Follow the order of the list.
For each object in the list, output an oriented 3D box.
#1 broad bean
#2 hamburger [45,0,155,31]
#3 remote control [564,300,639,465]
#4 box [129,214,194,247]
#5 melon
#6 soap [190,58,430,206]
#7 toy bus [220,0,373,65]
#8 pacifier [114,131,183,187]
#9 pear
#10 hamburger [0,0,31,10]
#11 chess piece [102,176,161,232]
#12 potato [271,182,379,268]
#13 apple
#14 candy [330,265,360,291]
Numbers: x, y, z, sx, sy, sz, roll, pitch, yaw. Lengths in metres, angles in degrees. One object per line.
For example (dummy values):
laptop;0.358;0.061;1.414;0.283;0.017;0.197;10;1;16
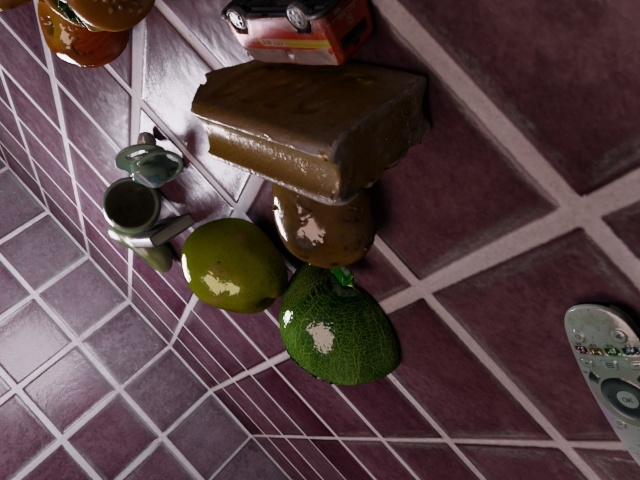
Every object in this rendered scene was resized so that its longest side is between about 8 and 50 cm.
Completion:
broad bean;-0.525;0.002;1.581;0.228;0.100;0.169;44;163;-18
hamburger;-0.292;-0.357;0.703;0.115;0.162;0.162;24;144;30
remote control;0.347;0.170;0.576;0.256;0.045;0.097;58;150;-12
box;-0.398;-0.022;1.331;0.177;0.115;0.036;-2;119;55
melon;0.008;0.149;0.955;0.265;0.129;0.169;35;147;26
soap;-0.029;-0.138;0.592;0.257;0.160;0.080;24;143;37
toy bus;-0.027;-0.231;0.566;0.174;0.079;0.077;20;151;43
pacifier;-0.349;-0.176;1.104;0.150;0.126;0.117;43;-149;-61
pear;-0.156;0.055;1.019;0.219;0.187;0.187;24;145;22
hamburger;-0.506;-0.462;0.759;0.245;0.260;0.211;24;149;26
chess piece;-0.495;-0.080;1.410;0.139;0.139;0.271;52;163;-8
potato;0.003;-0.042;0.712;0.176;0.137;0.137;57;152;-13
apple;-0.389;-0.352;0.872;0.146;0.146;0.146;35;150;24
candy;-0.001;0.001;0.836;0.178;0.032;0.102;55;180;-18
